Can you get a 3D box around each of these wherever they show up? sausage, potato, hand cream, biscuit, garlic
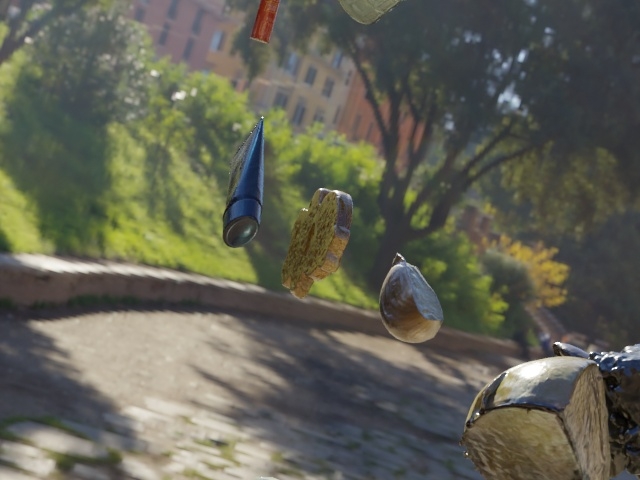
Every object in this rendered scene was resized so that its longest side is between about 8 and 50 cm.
[{"bbox_3d":[-0.084,-0.392,1.773,0.034,0.129,0.034,16,5,-2],"label":"sausage"},{"bbox_3d":[0.204,0.168,0.994,0.120,0.100,0.261,10,-33,29],"label":"potato"},{"bbox_3d":[-0.137,-0.105,1.965,0.061,0.120,0.270,24,39,-20],"label":"hand cream"},{"bbox_3d":[0.000,0.000,1.512,0.036,0.166,0.225,20,-18,-15],"label":"biscuit"},{"bbox_3d":[0.154,0.115,1.870,0.087,0.101,0.195,18,29,-21],"label":"garlic"}]

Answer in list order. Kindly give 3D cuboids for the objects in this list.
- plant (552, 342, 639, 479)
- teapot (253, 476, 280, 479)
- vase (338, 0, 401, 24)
[{"bbox_3d":[0.408,0.215,1.407,0.321,0.194,0.182,-13,-11,30],"label":"plant"},{"bbox_3d":[-0.056,0.493,1.674,0.222,0.178,0.163,30,-19,22],"label":"teapot"},{"bbox_3d":[0.156,-0.418,1.496,0.299,0.143,0.143,-25,-28,34],"label":"vase"}]
